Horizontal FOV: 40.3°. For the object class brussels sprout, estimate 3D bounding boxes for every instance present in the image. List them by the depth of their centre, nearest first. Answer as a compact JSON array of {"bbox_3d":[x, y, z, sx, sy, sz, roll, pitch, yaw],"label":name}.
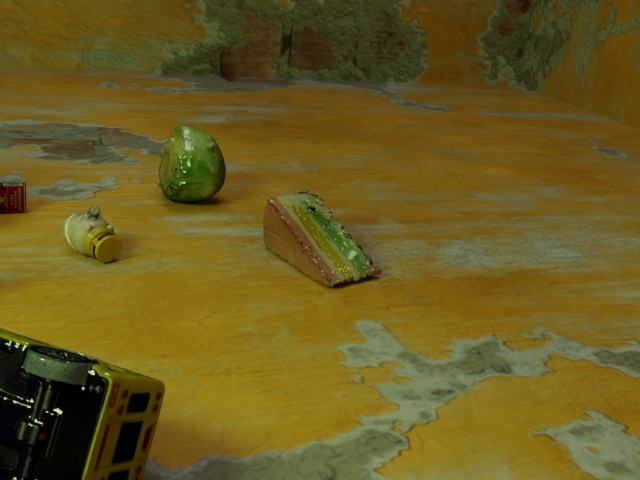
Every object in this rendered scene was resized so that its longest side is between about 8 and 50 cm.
[{"bbox_3d":[-0.243,-0.141,1.685,0.122,0.149,0.151,13,29,-31],"label":"brussels sprout"}]

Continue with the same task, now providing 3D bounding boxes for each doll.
[{"bbox_3d":[-0.367,-0.020,1.385,0.073,0.084,0.127,-12,33,-42],"label":"doll"}]

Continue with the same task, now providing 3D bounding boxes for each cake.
[{"bbox_3d":[-0.006,0.017,1.441,0.109,0.090,0.225,-6,41,-35],"label":"cake"}]

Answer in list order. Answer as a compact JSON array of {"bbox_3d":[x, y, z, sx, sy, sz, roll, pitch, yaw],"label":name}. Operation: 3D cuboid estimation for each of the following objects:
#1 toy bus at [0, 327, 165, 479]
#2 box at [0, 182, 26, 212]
[{"bbox_3d":[-0.324,0.146,0.824,0.331,0.145,0.151,14,-2,21],"label":"toy bus"},{"bbox_3d":[-0.563,-0.075,1.540,0.082,0.051,0.023,-2,19,-21],"label":"box"}]
